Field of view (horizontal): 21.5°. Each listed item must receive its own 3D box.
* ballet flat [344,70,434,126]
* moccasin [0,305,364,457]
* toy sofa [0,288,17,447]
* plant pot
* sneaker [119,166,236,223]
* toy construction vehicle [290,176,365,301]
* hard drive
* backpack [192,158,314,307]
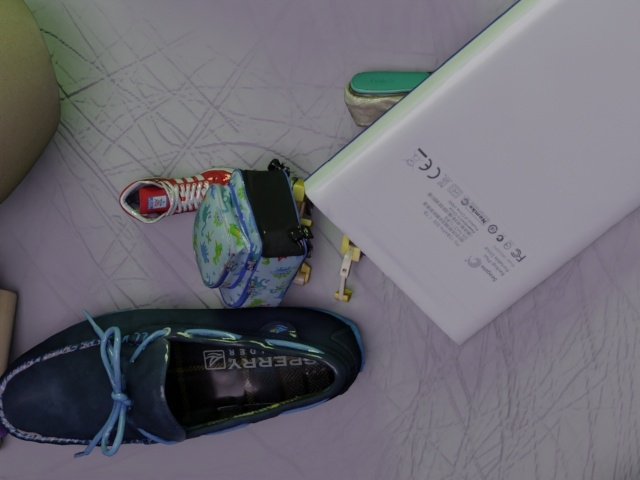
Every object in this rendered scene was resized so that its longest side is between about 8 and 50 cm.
[{"bbox_3d":[0.105,-0.124,1.489,0.168,0.057,0.052,1,129,15],"label":"ballet flat"},{"bbox_3d":[-0.135,0.116,1.519,0.342,0.117,0.137,-14,100,7],"label":"moccasin"},{"bbox_3d":[-0.476,0.108,1.608,0.363,0.177,0.150,2,75,12],"label":"toy sofa"},{"bbox_3d":[-0.341,-0.132,1.485,0.191,0.284,0.284,-21,95,-21],"label":"plant pot"},{"bbox_3d":[-0.125,-0.041,1.534,0.118,0.067,0.042,-5,98,12],"label":"sneaker"},{"bbox_3d":[0.000,0.000,1.532,0.086,0.035,0.098,16,102,9],"label":"toy construction vehicle"},{"bbox_3d":[0.174,-0.076,1.444,0.319,0.040,0.210,-39,113,15],"label":"hard drive"},{"bbox_3d":[-0.067,0.003,1.500,0.084,0.105,0.114,-3,142,-21],"label":"backpack"}]
